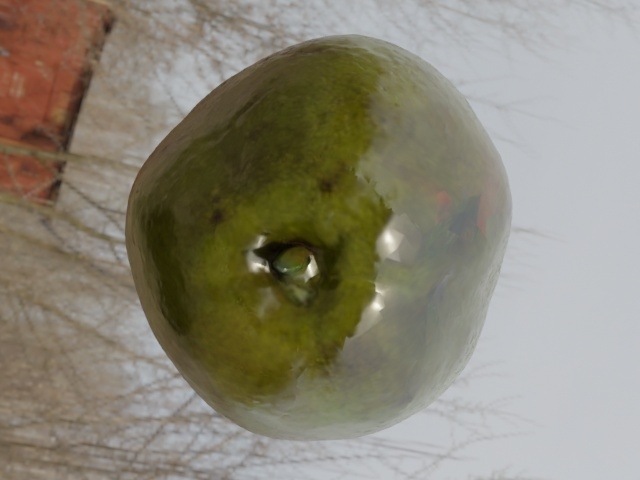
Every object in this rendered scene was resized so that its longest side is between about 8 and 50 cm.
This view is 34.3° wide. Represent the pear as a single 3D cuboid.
[{"bbox_3d":[0.000,0.000,0.684,0.321,0.269,0.269,-22,127,-85],"label":"pear"}]
